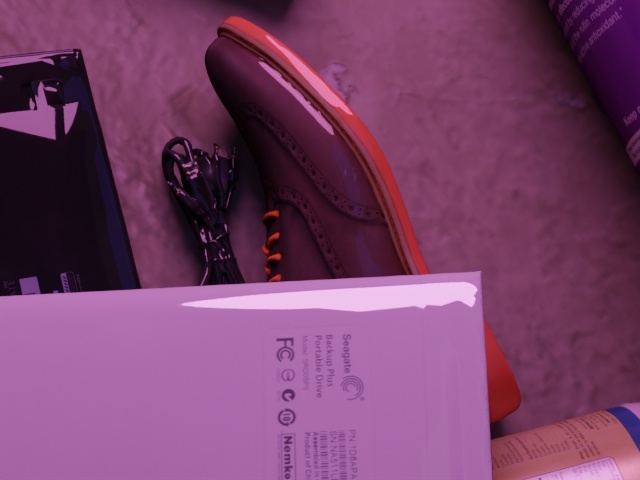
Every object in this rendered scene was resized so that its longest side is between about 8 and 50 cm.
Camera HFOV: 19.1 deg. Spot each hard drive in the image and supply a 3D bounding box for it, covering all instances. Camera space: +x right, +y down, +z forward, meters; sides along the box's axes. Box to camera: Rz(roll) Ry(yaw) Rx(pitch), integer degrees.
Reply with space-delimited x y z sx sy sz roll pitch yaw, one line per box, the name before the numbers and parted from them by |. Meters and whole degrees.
hard drive | -0.076 0.124 0.919 0.319 0.040 0.210 -3 65 5

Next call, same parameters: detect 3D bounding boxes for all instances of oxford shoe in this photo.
oxford shoe | 0.000 0.000 1.049 0.098 0.097 0.271 -31 80 -9

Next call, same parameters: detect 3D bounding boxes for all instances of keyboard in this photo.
keyboard | -0.119 0.045 1.039 0.202 0.033 0.317 -9 78 -25

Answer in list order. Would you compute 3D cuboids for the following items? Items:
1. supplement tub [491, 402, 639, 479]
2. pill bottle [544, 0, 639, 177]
supplement tub | 0.101 0.174 0.985 0.200 0.144 0.144 -14 77 -7
pill bottle | 0.209 -0.169 1.062 0.182 0.181 0.323 -25 79 -10
